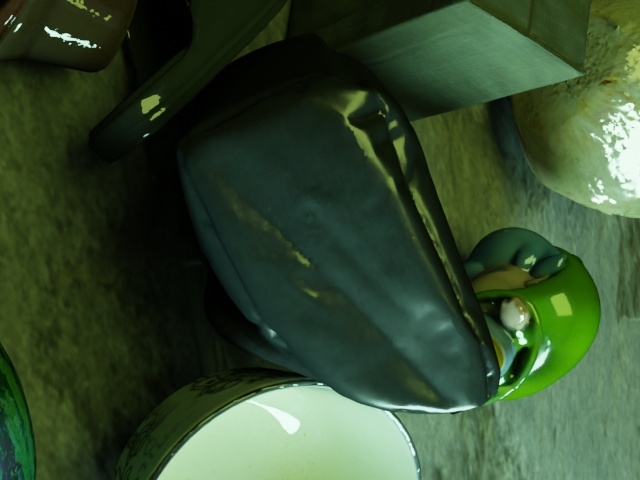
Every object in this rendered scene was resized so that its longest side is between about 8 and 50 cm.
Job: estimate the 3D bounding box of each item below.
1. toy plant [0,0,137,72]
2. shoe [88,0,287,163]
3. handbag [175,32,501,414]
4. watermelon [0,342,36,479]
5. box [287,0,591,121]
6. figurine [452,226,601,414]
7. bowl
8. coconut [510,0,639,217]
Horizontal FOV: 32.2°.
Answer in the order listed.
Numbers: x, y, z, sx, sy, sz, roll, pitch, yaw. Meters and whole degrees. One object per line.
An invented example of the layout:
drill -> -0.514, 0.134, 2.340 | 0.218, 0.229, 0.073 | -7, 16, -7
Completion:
toy plant -> -0.230, -0.186, 0.765 | 0.200, 0.105, 0.142 | 23, 70, -22
shoe -> -0.112, -0.162, 0.842 | 0.093, 0.108, 0.241 | 47, 48, -15
handbag -> -0.003, 0.000, 0.823 | 0.178, 0.302, 0.275 | -22, 106, 1
watermelon -> -0.219, 0.155, 0.688 | 0.128, 0.146, 0.231 | -2, 82, -41
box -> 0.097, -0.210, 0.955 | 0.155, 0.231, 0.149 | 21, 70, -35
figurine -> 0.164, 0.080, 1.000 | 0.143, 0.162, 0.263 | 42, 27, 9
bowl -> -0.056, 0.194, 0.810 | 0.238, 0.126, 0.237 | -9, 107, -31
coconut -> 0.315, -0.141, 1.153 | 0.237, 0.197, 0.236 | -12, 109, -38
